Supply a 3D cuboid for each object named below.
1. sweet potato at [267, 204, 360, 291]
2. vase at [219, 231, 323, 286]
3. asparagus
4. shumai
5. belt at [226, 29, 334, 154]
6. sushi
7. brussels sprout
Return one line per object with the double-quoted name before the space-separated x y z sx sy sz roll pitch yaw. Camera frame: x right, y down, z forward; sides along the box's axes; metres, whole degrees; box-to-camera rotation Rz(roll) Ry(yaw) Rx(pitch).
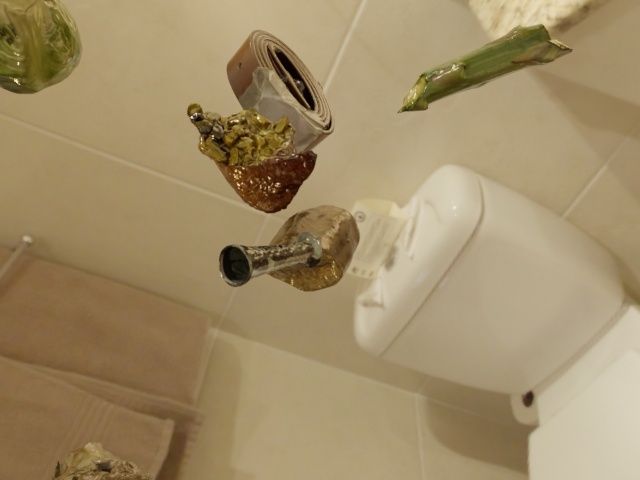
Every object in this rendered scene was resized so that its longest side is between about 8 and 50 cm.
"sweet potato" 0.000 0.000 1.161 0.157 0.158 0.369 -65 -6 24
"vase" -0.065 0.024 0.805 0.167 0.059 0.059 -11 -48 -54
"asparagus" 0.305 -0.332 1.089 0.082 0.343 0.085 -96 -15 -46
"shumai" -0.381 0.406 0.906 0.175 0.206 0.166 42 121 41
"belt" -0.095 -0.360 1.392 0.122 0.217 0.338 -41 69 33
"sushi" -0.126 -0.164 1.006 0.296 0.167 0.179 -123 16 -49
"brussels sprout" -0.614 -0.429 1.167 0.210 0.219 0.271 -42 2 -31
